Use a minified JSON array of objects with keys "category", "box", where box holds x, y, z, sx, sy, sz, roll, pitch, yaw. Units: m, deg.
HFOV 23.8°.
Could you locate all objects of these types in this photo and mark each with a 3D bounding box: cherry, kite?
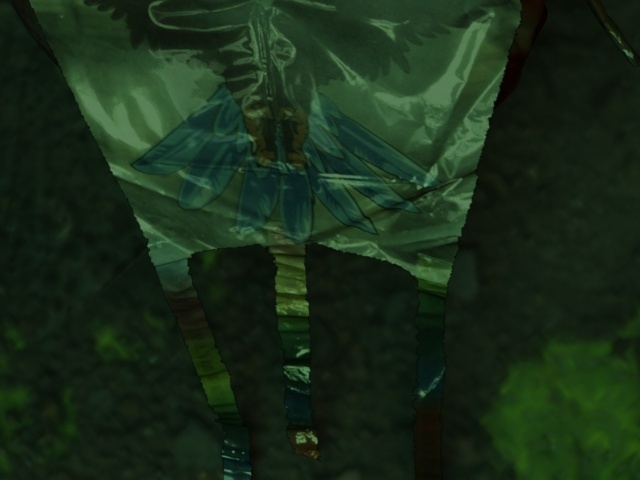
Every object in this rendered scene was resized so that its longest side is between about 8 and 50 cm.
[{"category":"cherry","box":[-0.023,-0.117,0.575,0.250,0.175,0.192,-2,129,29]},{"category":"kite","box":[-0.001,0.001,0.545,0.169,0.015,0.310,2,134,18]}]
